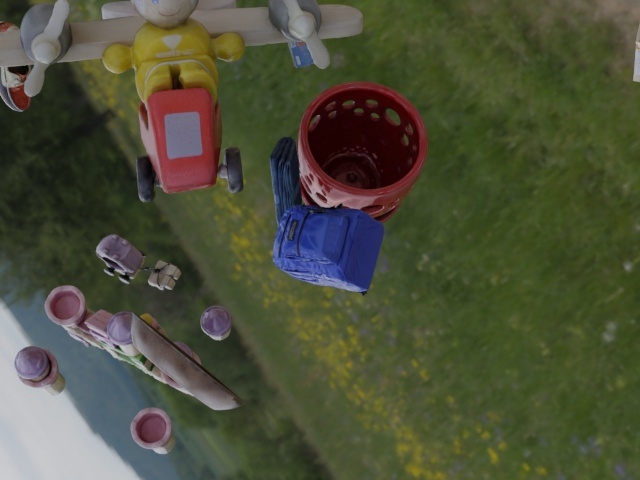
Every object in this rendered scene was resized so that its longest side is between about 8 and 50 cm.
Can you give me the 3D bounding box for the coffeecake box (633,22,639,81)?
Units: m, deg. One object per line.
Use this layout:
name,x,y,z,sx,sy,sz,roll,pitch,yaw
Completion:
coffeecake box,0.544,-0.342,1.842,0.068,0.142,0.185,13,172,15

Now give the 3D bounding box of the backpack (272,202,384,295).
backpack,0.000,0.000,1.390,0.120,0.098,0.101,7,162,40

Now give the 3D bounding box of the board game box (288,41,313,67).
board game box,-0.054,-0.389,1.935,0.136,0.035,0.201,-105,-1,-81

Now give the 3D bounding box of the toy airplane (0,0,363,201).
toy airplane,-0.191,-0.270,1.512,0.384,0.386,0.272,32,149,20

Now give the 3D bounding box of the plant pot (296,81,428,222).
plant pot,0.052,-0.117,1.753,0.191,0.191,0.174,52,159,13

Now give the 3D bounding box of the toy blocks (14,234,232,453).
toy blocks,-0.311,0.142,1.881,0.288,0.309,0.260,25,162,11

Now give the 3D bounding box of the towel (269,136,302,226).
towel,-0.044,-0.076,1.575,0.067,0.029,0.119,-70,-20,-51

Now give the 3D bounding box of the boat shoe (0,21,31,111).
boat shoe,-0.437,-0.246,1.670,0.043,0.049,0.137,22,128,37

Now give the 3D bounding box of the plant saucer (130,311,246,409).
plant saucer,-0.187,0.171,1.574,0.198,0.036,0.198,38,172,6
